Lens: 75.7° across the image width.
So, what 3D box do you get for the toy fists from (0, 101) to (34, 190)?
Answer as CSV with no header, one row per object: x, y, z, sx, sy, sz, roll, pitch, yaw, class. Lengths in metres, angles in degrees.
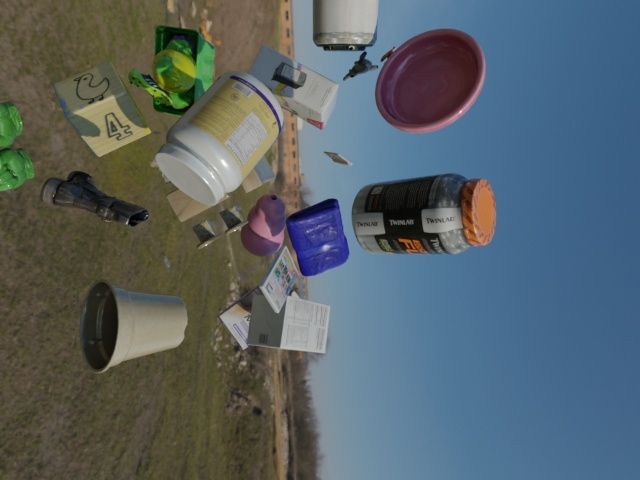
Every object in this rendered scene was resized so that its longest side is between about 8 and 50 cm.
-0.998,-0.290,1.279,0.142,0.096,0.280,-44,146,-54,toy fists

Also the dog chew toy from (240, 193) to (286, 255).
-0.249,-0.078,1.888,0.332,0.206,0.207,115,-24,-44,dog chew toy

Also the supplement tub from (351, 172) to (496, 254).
0.251,-0.062,1.025,0.315,0.193,0.194,-2,-88,42,supplement tub

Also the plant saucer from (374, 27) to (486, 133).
0.333,-0.474,1.256,0.084,0.331,0.333,26,55,-56,plant saucer

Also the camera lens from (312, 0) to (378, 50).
0.082,-0.776,1.359,0.219,0.219,0.275,-104,-167,-66,camera lens

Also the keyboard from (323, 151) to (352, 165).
0.066,-0.334,1.662,0.014,0.072,0.256,-50,-162,3,keyboard

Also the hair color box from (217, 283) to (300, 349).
-0.273,0.310,1.867,0.185,0.338,0.110,55,-21,-4,hair color box

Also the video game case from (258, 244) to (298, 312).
-0.117,0.114,1.193,0.143,0.019,0.157,-63,154,-29,video game case

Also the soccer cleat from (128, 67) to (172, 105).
-0.641,-0.588,1.572,0.178,0.060,0.073,32,45,-38,soccer cleat

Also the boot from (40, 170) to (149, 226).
-0.573,-0.098,1.094,0.263,0.228,0.091,-120,-129,-73,boot

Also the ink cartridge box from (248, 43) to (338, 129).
-0.095,-0.566,1.548,0.131,0.305,0.226,-63,179,1,ink cartridge box

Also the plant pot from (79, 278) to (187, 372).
-0.709,0.323,1.604,0.305,0.333,0.335,9,73,-50,plant pot

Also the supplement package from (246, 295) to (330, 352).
-0.125,0.340,1.669,0.262,0.199,0.198,22,69,-46,supplement package

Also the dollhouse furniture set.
-0.391,-0.200,1.508,0.363,0.393,0.256,63,10,-8,dollhouse furniture set

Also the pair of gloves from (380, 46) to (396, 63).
0.257,-0.687,1.525,0.010,0.074,0.083,41,16,-30,pair of gloves

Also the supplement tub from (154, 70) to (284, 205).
-0.282,-0.290,1.180,0.332,0.240,0.241,-57,170,-22,supplement tub

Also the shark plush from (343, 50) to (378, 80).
0.124,-0.600,1.444,0.161,0.073,0.067,10,-118,49,shark plush

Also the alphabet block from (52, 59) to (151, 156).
-0.718,-0.435,1.367,0.193,0.197,0.194,55,-12,24,alphabet block

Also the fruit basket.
-0.631,-0.726,1.785,0.392,0.282,0.393,-53,152,-44,fruit basket

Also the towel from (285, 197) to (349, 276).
0.000,0.000,1.636,0.076,0.227,0.309,52,-17,48,towel
